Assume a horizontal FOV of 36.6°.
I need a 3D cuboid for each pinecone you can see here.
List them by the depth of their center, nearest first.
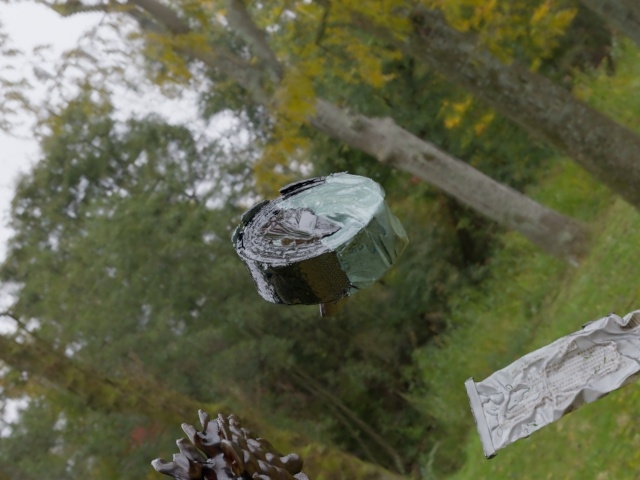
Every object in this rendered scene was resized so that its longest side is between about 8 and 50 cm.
[{"bbox_3d":[-0.170,0.519,1.787,0.397,0.398,0.398,-57,-6,-10],"label":"pinecone"}]

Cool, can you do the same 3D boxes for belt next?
[{"bbox_3d":[0.000,0.000,0.745,0.058,0.140,0.105,59,-135,-31],"label":"belt"}]

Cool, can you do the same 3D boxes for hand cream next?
[{"bbox_3d":[0.257,0.117,0.906,0.257,0.084,0.050,-26,-34,13],"label":"hand cream"}]

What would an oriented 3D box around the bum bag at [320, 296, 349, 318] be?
[{"bbox_3d":[0.008,0.012,1.227,0.109,0.026,0.159,-34,-61,-69],"label":"bum bag"}]
